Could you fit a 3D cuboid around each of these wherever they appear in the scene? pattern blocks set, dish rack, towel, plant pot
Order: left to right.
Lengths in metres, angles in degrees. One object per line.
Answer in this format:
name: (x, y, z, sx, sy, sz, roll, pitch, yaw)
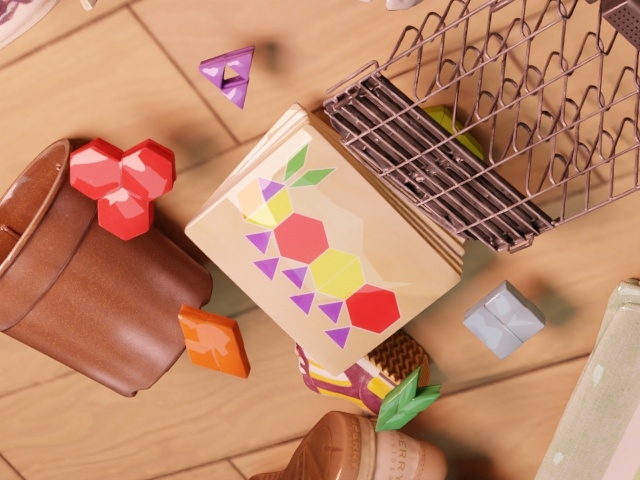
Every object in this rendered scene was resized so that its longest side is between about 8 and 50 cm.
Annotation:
plant pot: (-0.186, 0.031, 1.366, 0.165, 0.167, 0.167, 35, 136, -20)
pattern blocks set: (0.000, 0.000, 1.275, 0.285, 0.026, 0.325, -31, 108, 20)
dish rack: (0.145, -0.097, 1.132, 0.208, 0.074, 0.271, 39, 137, -22)
towel: (0.336, 0.186, 1.282, 0.325, 0.038, 0.247, 26, 126, 13)

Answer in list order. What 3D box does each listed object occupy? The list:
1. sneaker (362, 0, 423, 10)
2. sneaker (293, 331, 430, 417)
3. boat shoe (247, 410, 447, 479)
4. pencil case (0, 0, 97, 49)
sneaker: (-0.032, -0.264, 1.063, 0.292, 0.110, 0.118, 27, 129, -12)
sneaker: (-0.002, 0.080, 1.377, 0.185, 0.069, 0.084, 42, 128, -14)
boat shoe: (0.002, 0.256, 1.499, 0.110, 0.121, 0.341, 12, 151, -18)
pencil case: (-0.309, -0.303, 1.105, 0.184, 0.160, 0.410, -7, 128, 48)
